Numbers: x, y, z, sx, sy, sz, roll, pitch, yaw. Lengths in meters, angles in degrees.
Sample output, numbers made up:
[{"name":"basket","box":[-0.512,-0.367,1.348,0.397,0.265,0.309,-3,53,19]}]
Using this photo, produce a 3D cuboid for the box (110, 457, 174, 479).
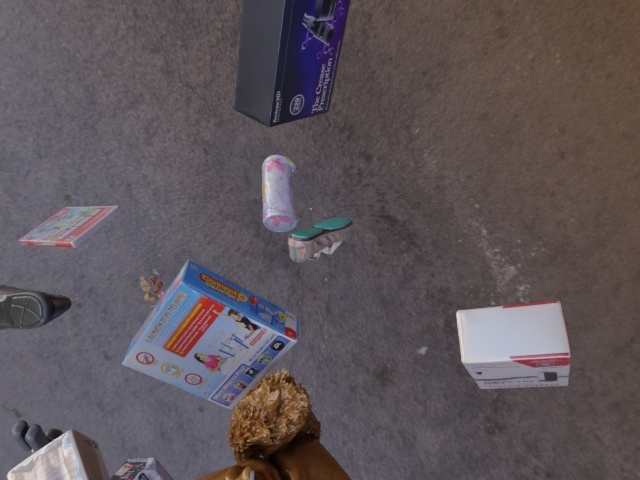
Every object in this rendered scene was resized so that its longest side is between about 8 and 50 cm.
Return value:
[{"name":"box","box":[-0.482,0.760,1.354,0.163,0.142,0.247,-21,108,38]}]

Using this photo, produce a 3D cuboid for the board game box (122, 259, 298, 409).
[{"name":"board game box","box":[-0.261,0.238,1.142,0.301,0.086,0.308,32,117,-20]}]

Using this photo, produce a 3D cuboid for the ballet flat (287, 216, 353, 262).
[{"name":"ballet flat","box":[0.000,0.000,1.535,0.107,0.315,0.106,14,111,35]}]

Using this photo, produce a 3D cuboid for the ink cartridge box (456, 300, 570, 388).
[{"name":"ink cartridge box","box":[0.416,0.234,1.022,0.196,0.273,0.114,-10,61,22]}]

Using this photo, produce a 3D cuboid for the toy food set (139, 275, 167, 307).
[{"name":"toy food set","box":[-0.560,0.166,1.612,0.077,0.019,0.122,-11,117,-14]}]

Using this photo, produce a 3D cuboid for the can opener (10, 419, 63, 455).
[{"name":"can opener","box":[-0.793,0.555,1.339,0.074,0.280,0.093,17,54,-5]}]

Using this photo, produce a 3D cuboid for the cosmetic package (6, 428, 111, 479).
[{"name":"cosmetic package","box":[-0.376,0.425,0.724,0.117,0.086,0.231,-35,54,-14]}]

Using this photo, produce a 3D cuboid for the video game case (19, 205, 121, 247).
[{"name":"video game case","box":[-0.818,-0.048,1.561,0.284,0.204,0.025,1,127,29]}]

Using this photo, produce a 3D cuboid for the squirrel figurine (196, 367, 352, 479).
[{"name":"squirrel figurine","box":[-0.124,0.481,0.984,0.280,0.370,0.398,-20,56,26]}]

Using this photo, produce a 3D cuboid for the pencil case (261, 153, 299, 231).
[{"name":"pencil case","box":[-0.141,-0.164,1.656,0.123,0.113,0.273,9,57,-20]}]

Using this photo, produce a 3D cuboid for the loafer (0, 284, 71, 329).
[{"name":"loafer","box":[-0.637,0.136,0.969,0.267,0.084,0.096,2,93,15]}]

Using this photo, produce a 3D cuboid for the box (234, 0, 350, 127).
[{"name":"box","box":[-0.050,-0.359,0.868,0.103,0.184,0.262,33,129,28]}]
